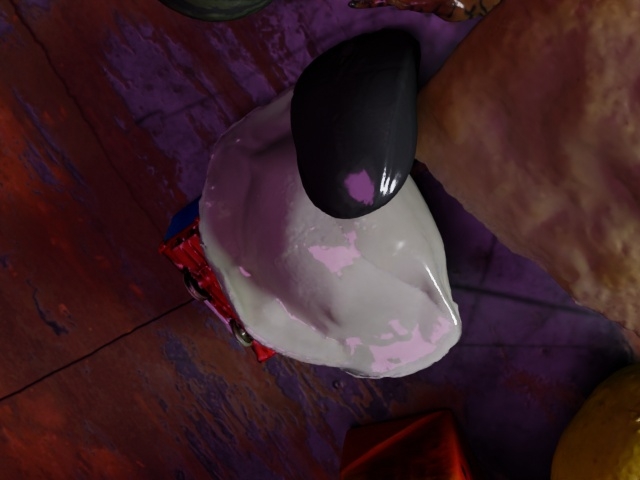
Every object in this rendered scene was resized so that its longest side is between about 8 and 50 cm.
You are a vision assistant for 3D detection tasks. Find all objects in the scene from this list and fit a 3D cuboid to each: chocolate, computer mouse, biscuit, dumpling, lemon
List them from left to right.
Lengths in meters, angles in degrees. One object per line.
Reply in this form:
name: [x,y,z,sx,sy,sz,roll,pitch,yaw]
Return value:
dumpling: [0.002,0.003,1.328,0.260,0.181,0.341,-26,105,-1]
computer mouse: [0.035,-0.147,1.231,0.137,0.270,0.086,-11,137,20]
chocolate: [0.160,0.417,1.399,0.161,0.341,0.360,-25,103,11]
biscuit: [0.316,-0.077,1.156,0.429,0.104,0.446,48,145,3]
lemon: [0.402,0.269,1.327,0.245,0.245,0.320,23,117,3]

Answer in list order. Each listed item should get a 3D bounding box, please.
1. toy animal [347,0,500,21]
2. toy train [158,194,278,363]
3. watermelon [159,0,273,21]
toy animal: [0.160,-0.273,1.254,0.255,0.114,0.116,3,150,17]
toy train: [-0.105,0.044,1.427,0.082,0.131,0.204,-33,112,19]
watermelon: [-0.116,-0.339,1.222,0.212,0.212,0.212,5,113,12]
